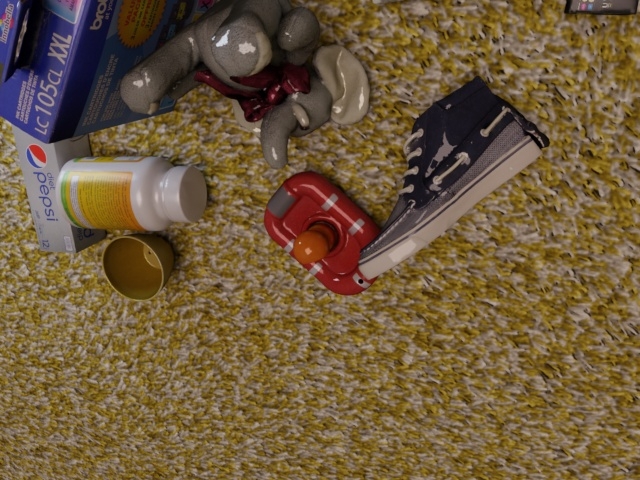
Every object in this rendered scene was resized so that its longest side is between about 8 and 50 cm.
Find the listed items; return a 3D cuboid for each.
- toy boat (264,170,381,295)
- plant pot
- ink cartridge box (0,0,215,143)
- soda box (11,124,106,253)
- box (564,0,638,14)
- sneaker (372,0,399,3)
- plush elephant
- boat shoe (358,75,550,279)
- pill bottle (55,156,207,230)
[{"bbox_3d":[0.000,0.000,0.944,0.231,0.151,0.151,41,116,0],"label":"toy boat"},{"bbox_3d":[-0.342,0.040,1.098,0.134,0.095,0.134,6,112,16],"label":"plant pot"},{"bbox_3d":[-0.324,-0.305,0.799,0.151,0.395,0.270,32,116,4],"label":"ink cartridge box"},{"bbox_3d":[-0.506,-0.124,1.089,0.091,0.098,0.286,3,110,18],"label":"soda box"},{"bbox_3d":[0.379,-0.331,0.752,0.083,0.062,0.052,7,112,15],"label":"box"},{"bbox_3d":[0.065,-0.394,0.713,0.152,0.305,0.114,-7,75,28],"label":"sneaker"},{"bbox_3d":[-0.080,-0.235,0.843,0.272,0.330,0.255,-11,129,34],"label":"plush elephant"},{"bbox_3d":[0.162,-0.097,0.859,0.340,0.127,0.158,-39,89,5],"label":"boat shoe"},{"bbox_3d":[-0.342,-0.086,1.029,0.246,0.136,0.136,3,110,17],"label":"pill bottle"}]
